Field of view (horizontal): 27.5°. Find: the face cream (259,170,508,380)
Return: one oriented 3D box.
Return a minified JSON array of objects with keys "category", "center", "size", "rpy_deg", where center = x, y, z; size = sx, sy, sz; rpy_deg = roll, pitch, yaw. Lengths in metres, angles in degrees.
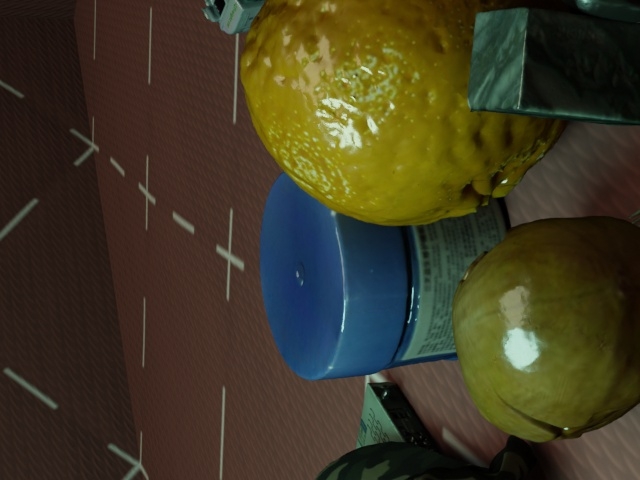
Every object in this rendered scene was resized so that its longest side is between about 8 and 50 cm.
[{"category":"face cream","center":[0.074,0.030,1.525],"size":[0.249,0.225,0.249],"rpy_deg":[177,90,-67]}]

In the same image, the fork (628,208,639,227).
[{"category":"fork","center":[0.327,-0.092,1.126],"size":[0.034,0.028,0.219],"rpy_deg":[-102,25,-45]}]

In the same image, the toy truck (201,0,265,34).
[{"category":"toy truck","center":[-0.083,-0.462,2.000],"size":[0.178,0.176,0.363],"rpy_deg":[69,153,16]}]

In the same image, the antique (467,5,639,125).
[{"category":"antique","center":[0.230,-0.148,1.143],"size":[0.086,0.183,0.088],"rpy_deg":[-168,81,-65]}]

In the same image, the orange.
[{"category":"orange","center":[0.095,-0.165,1.304],"size":[0.293,0.340,0.340],"rpy_deg":[57,153,8]}]

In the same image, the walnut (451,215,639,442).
[{"category":"walnut","center":[0.219,0.087,1.192],"size":[0.298,0.203,0.203],"rpy_deg":[93,167,-66]}]

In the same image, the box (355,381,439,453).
[{"category":"box","center":[0.112,0.329,1.701],"size":[0.270,0.045,0.211],"rpy_deg":[-126,39,-57]}]

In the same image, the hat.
[{"category":"hat","center":[0.046,0.348,1.470],"size":[0.381,0.257,0.366],"rpy_deg":[16,78,45]}]

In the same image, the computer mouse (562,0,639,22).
[{"category":"computer mouse","center":[0.244,-0.290,1.165],"size":[0.270,0.137,0.086],"rpy_deg":[-113,26,-47]}]
